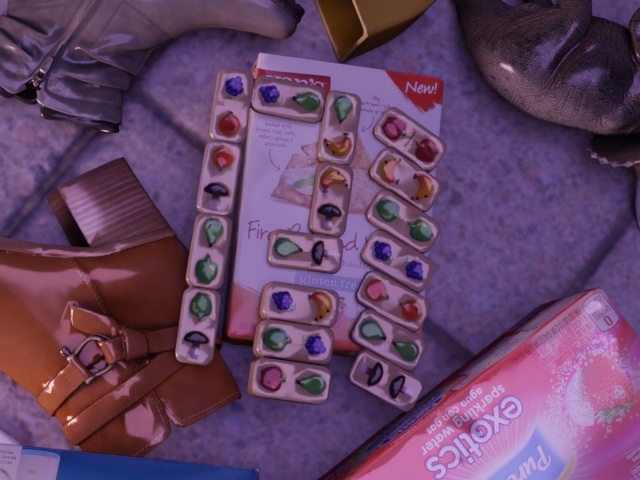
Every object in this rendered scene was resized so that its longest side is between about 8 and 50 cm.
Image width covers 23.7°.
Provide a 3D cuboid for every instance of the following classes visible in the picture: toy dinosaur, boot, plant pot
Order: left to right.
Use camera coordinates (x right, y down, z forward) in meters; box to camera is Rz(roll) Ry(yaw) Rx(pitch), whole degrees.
[{"bbox_3d":[-0.219,0.090,1.182,0.283,0.109,0.220,-27,91,-18],"label":"boot"},{"bbox_3d":[-0.148,-0.157,1.236,0.246,0.083,0.161,16,86,1],"label":"boot"},{"bbox_3d":[0.049,-0.205,1.264,0.083,0.081,0.081,-19,85,-19],"label":"plant pot"},{"bbox_3d":[0.208,-0.153,1.258,0.313,0.121,0.160,30,73,-6],"label":"toy dinosaur"}]

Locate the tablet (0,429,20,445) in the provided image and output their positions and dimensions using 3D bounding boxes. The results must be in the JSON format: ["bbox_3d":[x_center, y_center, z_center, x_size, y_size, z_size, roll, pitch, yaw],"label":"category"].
[{"bbox_3d":[-0.281,0.180,1.198,0.054,0.006,0.083,35,79,-2],"label":"tablet"}]

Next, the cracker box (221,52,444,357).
[{"bbox_3d":[0.010,-0.025,1.237,0.155,0.067,0.232,6,81,-8],"label":"cracker box"}]

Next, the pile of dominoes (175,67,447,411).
[{"bbox_3d":[0.000,0.000,1.176,0.196,0.040,0.251,9,81,-9],"label":"pile of dominoes"}]

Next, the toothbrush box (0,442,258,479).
[{"bbox_3d":[-0.164,0.308,1.080,0.216,0.126,0.296,6,63,1],"label":"toothbrush box"}]

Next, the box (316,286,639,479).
[{"bbox_3d":[0.124,0.182,1.181,0.300,0.154,0.142,-37,88,-12],"label":"box"}]
